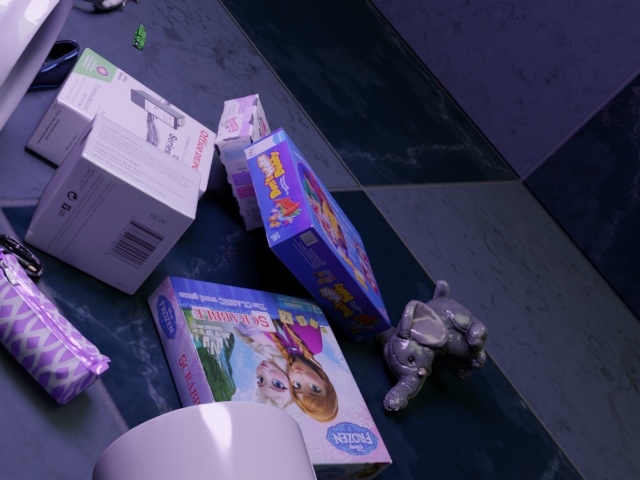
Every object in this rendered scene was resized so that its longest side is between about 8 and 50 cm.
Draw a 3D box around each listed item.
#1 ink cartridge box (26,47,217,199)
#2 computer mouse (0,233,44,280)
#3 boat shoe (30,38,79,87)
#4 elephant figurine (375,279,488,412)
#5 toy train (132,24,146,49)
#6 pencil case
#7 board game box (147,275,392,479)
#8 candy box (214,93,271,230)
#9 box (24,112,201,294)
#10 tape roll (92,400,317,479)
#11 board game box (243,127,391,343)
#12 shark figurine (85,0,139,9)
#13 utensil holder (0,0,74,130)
[{"bbox_3d":[-0.320,-0.167,1.448,0.272,0.115,0.198,32,30,-21],"label":"ink cartridge box"},{"bbox_3d":[-0.469,-0.021,1.139,0.242,0.041,0.071,31,30,-23],"label":"computer mouse"},{"bbox_3d":[-0.502,-0.304,1.425,0.109,0.089,0.258,44,28,1],"label":"boat shoe"},{"bbox_3d":[0.180,0.190,1.595,0.239,0.169,0.186,-3,22,-34],"label":"elephant figurine"},{"bbox_3d":[-0.379,-0.428,1.829,0.023,0.017,0.083,39,27,-29],"label":"toy train"},{"bbox_3d":[-0.351,0.105,1.073,0.206,0.088,0.086,46,30,3],"label":"pencil case"},{"bbox_3d":[-0.074,0.213,1.307,0.318,0.066,0.318,12,41,-45],"label":"board game box"},{"bbox_3d":[-0.126,-0.145,1.610,0.165,0.070,0.196,-87,163,-54],"label":"candy box"},{"bbox_3d":[-0.296,-0.050,1.252,0.182,0.181,0.119,31,30,-22],"label":"box"},{"bbox_3d":[-0.116,0.310,0.937,0.246,0.246,0.169,19,36,-38],"label":"tape roll"},{"bbox_3d":[0.000,0.000,1.523,0.347,0.078,0.233,52,16,-48],"label":"board game box"},{"bbox_3d":[-0.458,-0.546,1.835,0.116,0.166,0.278,17,49,3],"label":"shark figurine"},{"bbox_3d":[-0.562,-0.297,1.103,0.385,0.328,0.328,31,31,-15],"label":"utensil holder"}]
